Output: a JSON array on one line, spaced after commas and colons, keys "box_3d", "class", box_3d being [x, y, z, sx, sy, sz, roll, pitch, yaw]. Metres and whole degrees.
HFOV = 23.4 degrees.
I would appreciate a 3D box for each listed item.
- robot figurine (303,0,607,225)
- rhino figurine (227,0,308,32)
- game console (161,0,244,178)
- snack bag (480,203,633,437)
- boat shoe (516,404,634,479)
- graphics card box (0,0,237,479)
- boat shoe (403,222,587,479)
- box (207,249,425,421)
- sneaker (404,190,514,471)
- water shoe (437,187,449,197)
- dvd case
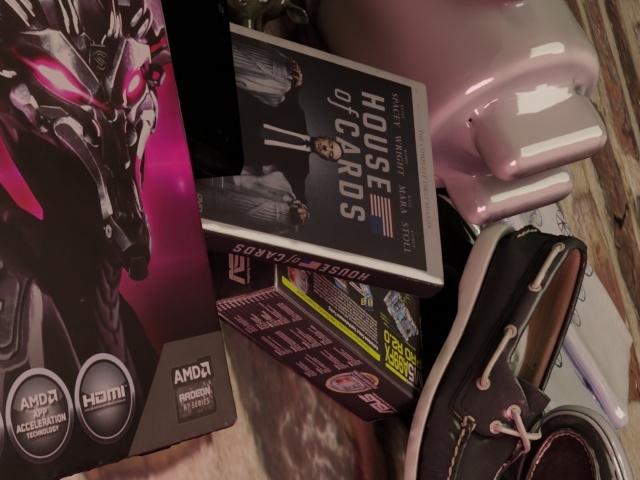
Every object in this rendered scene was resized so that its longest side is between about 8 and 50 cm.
[{"box_3d": [0.109, -0.188, 1.363, 0.200, 0.300, 0.353, -15, 66, -29], "class": "robot figurine"}, {"box_3d": [-0.052, -0.256, 1.255, 0.106, 0.073, 0.243, 34, 47, -54], "class": "rhino figurine"}, {"box_3d": [-0.168, -0.172, 0.927, 0.361, 0.044, 0.213, 22, 54, -54], "class": "game console"}, {"box_3d": [0.247, 0.084, 1.615, 0.323, 0.037, 0.342, 59, 26, -20], "class": "snack bag"}, {"box_3d": [0.213, 0.313, 1.395, 0.119, 0.121, 0.335, 23, 69, -58], "class": "boat shoe"}, {"box_3d": [-0.171, -0.063, 0.762, 0.233, 0.094, 0.371, -8, 88, -57], "class": "graphics card box"}, {"box_3d": [0.148, 0.122, 1.288, 0.114, 0.091, 0.302, 45, 56, -56], "class": "boat shoe"}, {"box_3d": [0.000, 0.000, 1.234, 0.270, 0.060, 0.216, 41, 41, -53], "class": "box"}, {"box_3d": [0.112, 0.095, 1.386, 0.124, 0.107, 0.283, -35, 108, -61], "class": "sneaker"}, {"box_3d": [0.147, -0.117, 1.662, 0.203, 0.073, 0.080, -70, 162, -49], "class": "water shoe"}, {"box_3d": [-0.021, -0.063, 1.109, 0.238, 0.029, 0.179, 13, 58, -28], "class": "dvd case"}]
